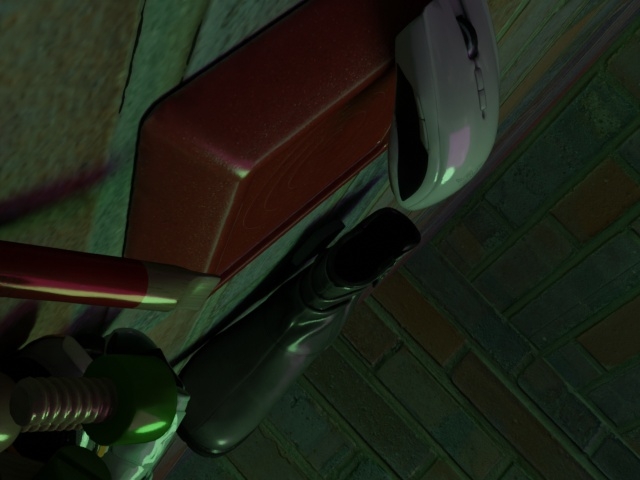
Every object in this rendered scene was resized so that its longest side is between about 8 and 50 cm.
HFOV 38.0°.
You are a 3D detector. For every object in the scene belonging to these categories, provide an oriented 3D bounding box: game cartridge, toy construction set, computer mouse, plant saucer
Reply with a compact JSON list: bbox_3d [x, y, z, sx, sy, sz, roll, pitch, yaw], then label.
[{"bbox_3d":[0.000,0.000,1.130,0.056,0.017,0.083,-51,170,26],"label":"game cartridge"},{"bbox_3d":[-0.102,0.162,0.458,0.237,0.257,0.309,10,101,-50],"label":"toy construction set"},{"bbox_3d":[0.074,-0.097,0.495,0.106,0.042,0.193,-31,133,-35],"label":"computer mouse"},{"bbox_3d":[-0.007,-0.067,0.581,0.259,0.048,0.258,-40,172,-26],"label":"plant saucer"}]

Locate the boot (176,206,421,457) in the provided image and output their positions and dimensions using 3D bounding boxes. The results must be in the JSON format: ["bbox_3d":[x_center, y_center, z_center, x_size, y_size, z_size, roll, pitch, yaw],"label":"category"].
[{"bbox_3d":[-0.029,0.089,1.083,0.338,0.118,0.223,-49,-179,-43],"label":"boot"}]

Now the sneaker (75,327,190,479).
[{"bbox_3d":[-0.143,0.170,0.608,0.094,0.256,0.151,23,120,-34],"label":"sneaker"}]

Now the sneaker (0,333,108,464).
[{"bbox_3d":[-0.202,0.137,0.543,0.215,0.084,0.083,-47,166,22],"label":"sneaker"}]
